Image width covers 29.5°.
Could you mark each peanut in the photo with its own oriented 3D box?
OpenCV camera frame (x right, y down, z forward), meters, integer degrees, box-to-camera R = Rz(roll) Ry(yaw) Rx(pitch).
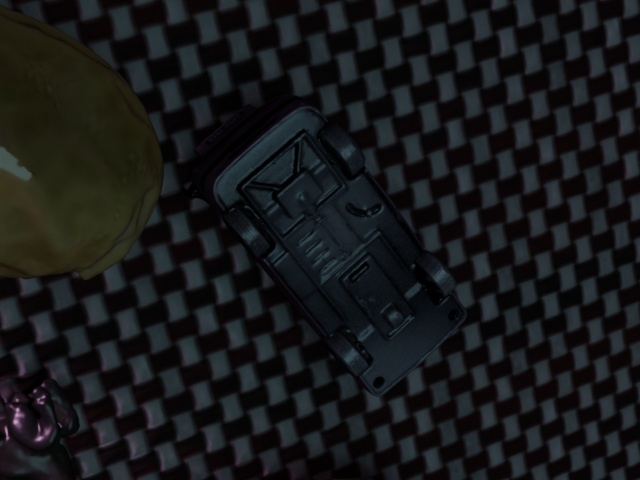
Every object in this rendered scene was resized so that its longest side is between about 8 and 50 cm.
[{"bbox_3d":[-0.222,-0.068,0.579,0.305,0.147,0.147,26,94,-25],"label":"peanut"}]

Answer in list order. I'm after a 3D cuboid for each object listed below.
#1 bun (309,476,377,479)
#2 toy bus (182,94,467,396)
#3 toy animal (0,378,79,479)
[{"bbox_3d":[0.002,0.305,0.748,0.293,0.187,0.293,-6,109,-19],"label":"bun"},{"bbox_3d":[0.000,0.000,0.711,0.087,0.098,0.178,-41,119,-5],"label":"toy bus"},{"bbox_3d":[-0.216,0.182,0.695,0.232,0.084,0.148,-40,99,0],"label":"toy animal"}]
